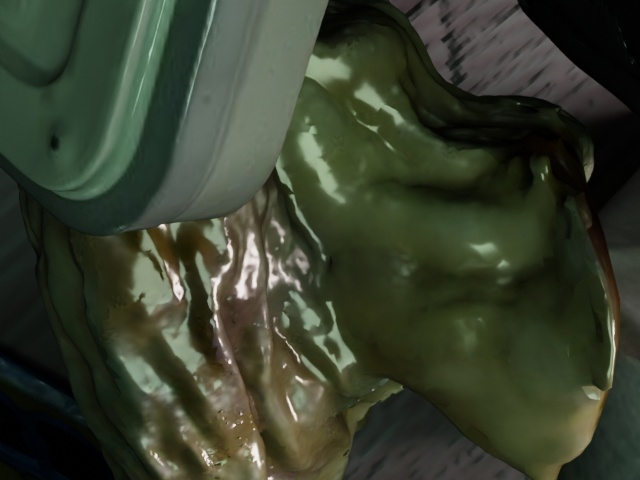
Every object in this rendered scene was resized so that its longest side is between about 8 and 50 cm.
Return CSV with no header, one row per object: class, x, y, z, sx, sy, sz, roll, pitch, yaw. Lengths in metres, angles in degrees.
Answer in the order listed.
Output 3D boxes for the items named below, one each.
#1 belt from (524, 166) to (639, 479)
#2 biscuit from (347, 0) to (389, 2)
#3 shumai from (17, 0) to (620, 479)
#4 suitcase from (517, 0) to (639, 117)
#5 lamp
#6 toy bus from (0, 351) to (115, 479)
belt,0.283,0.059,0.582,0.436,0.300,0.173,0,116,-7
biscuit,-0.059,-0.149,0.521,0.141,0.038,0.290,-12,123,-6
shumai,0.000,0.000,0.507,0.152,0.161,0.210,-13,102,7
suitcase,0.142,-0.161,0.402,0.188,0.339,0.345,-20,121,-11
lamp,-0.069,-0.171,0.380,0.047,0.269,0.267,-7,123,-42
toy bus,-0.064,0.155,0.602,0.287,0.175,0.138,34,98,-28
